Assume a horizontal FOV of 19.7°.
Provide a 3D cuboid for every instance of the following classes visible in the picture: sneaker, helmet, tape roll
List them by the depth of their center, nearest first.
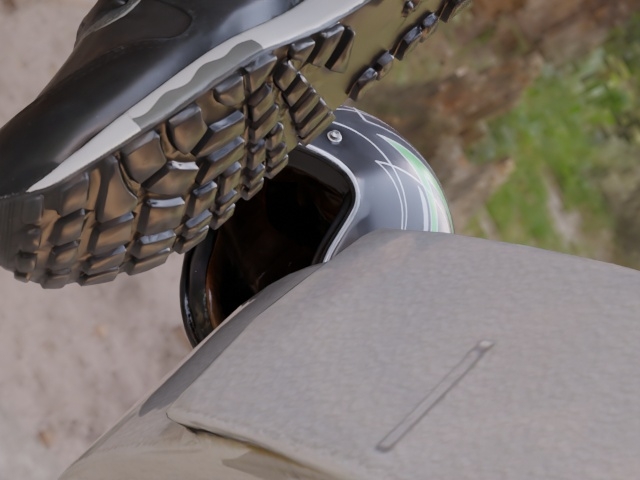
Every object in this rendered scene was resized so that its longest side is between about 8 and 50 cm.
[{"bbox_3d":[0.091,0.172,0.425,0.072,0.392,0.392,-43,106,-31],"label":"tape roll"},{"bbox_3d":[-0.038,-0.097,0.664,0.124,0.107,0.283,42,58,13],"label":"sneaker"},{"bbox_3d":[0.000,0.000,1.094,0.169,0.169,0.161,30,57,-52],"label":"helmet"}]
